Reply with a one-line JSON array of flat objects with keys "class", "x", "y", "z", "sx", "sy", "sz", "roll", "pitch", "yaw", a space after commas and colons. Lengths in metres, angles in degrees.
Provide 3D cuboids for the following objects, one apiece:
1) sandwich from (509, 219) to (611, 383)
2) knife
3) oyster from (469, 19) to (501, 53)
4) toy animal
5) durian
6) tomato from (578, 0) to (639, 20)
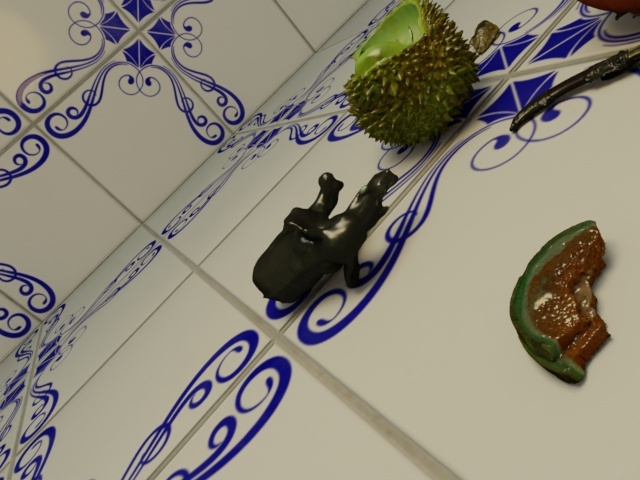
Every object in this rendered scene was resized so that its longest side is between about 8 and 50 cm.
[{"class": "sandwich", "x": 0.175, "y": 0.043, "z": 0.392, "sx": 0.067, "sy": 0.029, "sz": 0.135, "roll": -21, "pitch": 31, "yaw": 43}, {"class": "knife", "x": 0.311, "y": -0.186, "z": 0.585, "sx": 0.222, "sy": 0.021, "sz": 0.045, "roll": -29, "pitch": 25, "yaw": 39}, {"class": "oyster", "x": 0.285, "y": -0.360, "z": 0.927, "sx": 0.051, "sy": 0.034, "sz": 0.093, "roll": -40, "pitch": 26, "yaw": 26}, {"class": "toy animal", "x": 0.005, "y": 0.002, "z": 0.665, "sx": 0.245, "sy": 0.114, "sz": 0.146, "roll": -52, "pitch": 5, "yaw": 41}, {"class": "durian", "x": 0.128, "y": -0.239, "z": 0.784, "sx": 0.200, "sy": 0.176, "sz": 0.237, "roll": -26, "pitch": 32, "yaw": 14}, {"class": "tomato", "x": 0.375, "y": -0.373, "z": 0.567, "sx": 0.256, "sy": 0.224, "sz": 0.256, "roll": -26, "pitch": 25, "yaw": 13}]
